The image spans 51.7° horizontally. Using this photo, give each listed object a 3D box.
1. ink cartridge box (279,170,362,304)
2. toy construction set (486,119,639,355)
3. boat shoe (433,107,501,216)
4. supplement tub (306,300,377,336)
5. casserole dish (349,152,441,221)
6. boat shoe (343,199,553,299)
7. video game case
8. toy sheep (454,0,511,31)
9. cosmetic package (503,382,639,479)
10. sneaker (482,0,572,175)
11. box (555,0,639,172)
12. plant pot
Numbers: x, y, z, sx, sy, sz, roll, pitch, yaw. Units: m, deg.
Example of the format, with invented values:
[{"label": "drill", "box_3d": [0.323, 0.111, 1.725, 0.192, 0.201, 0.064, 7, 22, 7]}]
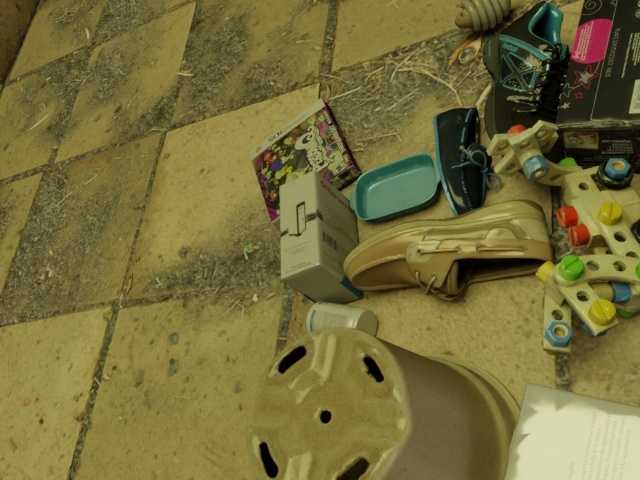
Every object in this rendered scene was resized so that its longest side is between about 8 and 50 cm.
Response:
[{"label": "ink cartridge box", "box_3d": [0.000, 0.000, 1.200, 0.085, 0.148, 0.203, -22, 52, 26]}, {"label": "toy construction set", "box_3d": [0.359, -0.018, 0.927, 0.214, 0.151, 0.328, -15, 71, -2]}, {"label": "boat shoe", "box_3d": [0.251, -0.141, 1.137, 0.088, 0.109, 0.259, -18, 57, 22]}, {"label": "supplement tub", "box_3d": [0.035, 0.145, 1.141, 0.107, 0.071, 0.071, 6, 68, 38]}, {"label": "casserole dish", "box_3d": [0.144, -0.093, 1.230, 0.188, 0.037, 0.114, -18, 55, 27]}, {"label": "boat shoe", "box_3d": [0.193, 0.033, 1.060, 0.340, 0.121, 0.110, -18, 56, 24]}, {"label": "video game case", "box_3d": [-0.040, -0.165, 1.400, 0.210, 0.042, 0.232, -34, 49, 16]}, {"label": "toy sheep", "box_3d": [0.324, -0.455, 1.288, 0.132, 0.091, 0.091, -30, 50, 11]}, {"label": "cosmetic package", "box_3d": [0.334, 0.279, 0.788, 0.183, 0.151, 0.151, 7, 68, 35]}, {"label": "sneaker", "box_3d": [0.351, -0.251, 1.089, 0.139, 0.125, 0.341, -42, 40, 48]}, {"label": "box", "box_3d": [0.478, -0.240, 1.009, 0.163, 0.142, 0.248, 5, 69, 36]}, {"label": "plant pot", "box_3d": [0.078, 0.267, 0.877, 0.333, 0.305, 0.334, -17, 55, 26]}]
